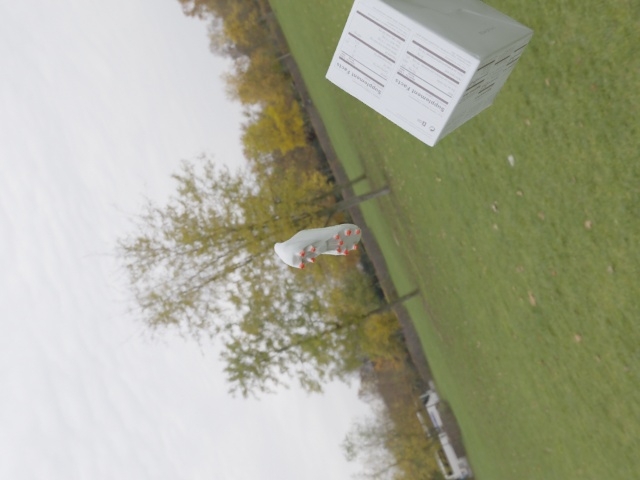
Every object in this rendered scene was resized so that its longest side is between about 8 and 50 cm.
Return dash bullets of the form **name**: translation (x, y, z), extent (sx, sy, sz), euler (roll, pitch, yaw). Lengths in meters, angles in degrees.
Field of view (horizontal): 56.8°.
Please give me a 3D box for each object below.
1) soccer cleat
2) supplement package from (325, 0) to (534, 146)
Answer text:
- **soccer cleat**: translation (0.000, 0.000, 1.167), extent (0.076, 0.196, 0.068), euler (32, 127, 38)
- **supplement package**: translation (0.176, -0.293, 0.926), extent (0.204, 0.145, 0.262), euler (37, -140, 15)
